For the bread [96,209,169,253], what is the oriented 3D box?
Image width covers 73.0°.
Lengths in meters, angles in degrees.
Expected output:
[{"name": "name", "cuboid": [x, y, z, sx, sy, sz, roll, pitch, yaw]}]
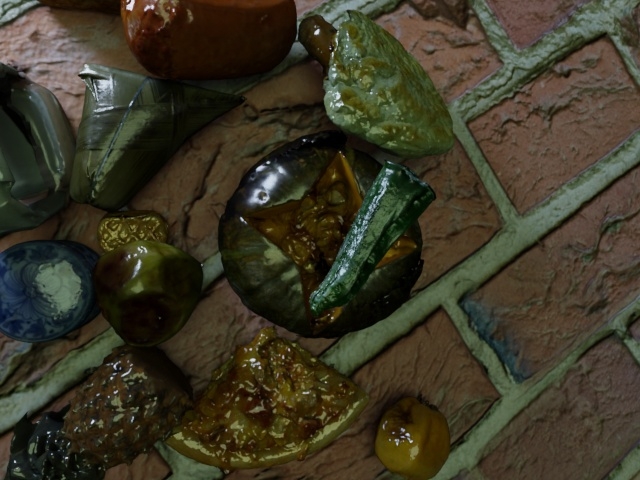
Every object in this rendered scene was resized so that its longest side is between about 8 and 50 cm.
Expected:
[{"name": "bread", "cuboid": [-0.302, -0.008, 0.698, 0.111, 0.044, 0.083, -2, 90, -12]}]

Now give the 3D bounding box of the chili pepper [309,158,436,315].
[{"name": "chili pepper", "cuboid": [0.055, 0.003, 0.563, 0.088, 0.059, 0.226, 38, 80, -4]}]

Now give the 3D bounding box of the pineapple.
[{"name": "pineapple", "cuboid": [-0.363, 0.308, 0.624, 0.364, 0.165, 0.165, -41, 95, -7]}]

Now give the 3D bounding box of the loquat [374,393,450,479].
[{"name": "loquat", "cuboid": [0.155, 0.332, 0.733, 0.137, 0.113, 0.137, 4, 65, -9]}]

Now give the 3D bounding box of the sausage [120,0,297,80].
[{"name": "sausage", "cuboid": [-0.157, -0.326, 0.657, 0.268, 0.141, 0.153, -18, 72, -31]}]

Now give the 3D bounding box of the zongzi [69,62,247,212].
[{"name": "zongzi", "cuboid": [-0.250, -0.145, 0.677, 0.242, 0.112, 0.220, 8, 85, -10]}]

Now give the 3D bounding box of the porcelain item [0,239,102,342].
[{"name": "porcelain item", "cuboid": [-0.402, 0.071, 0.643, 0.147, 0.114, 0.147, 0, 89, -9]}]

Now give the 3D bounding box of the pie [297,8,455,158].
[{"name": "pie", "cuboid": [0.107, -0.252, 0.703, 0.257, 0.105, 0.274, -3, 64, -33]}]

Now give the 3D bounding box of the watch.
[{"name": "watch", "cuboid": [-0.447, -0.127, 0.577, 0.162, 0.241, 0.253, -20, 91, -8]}]

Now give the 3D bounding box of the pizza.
[{"name": "pizza", "cuboid": [-0.086, 0.256, 0.707, 0.336, 0.086, 0.225, -7, 91, -8]}]

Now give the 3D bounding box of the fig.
[{"name": "fig", "cuboid": [-0.252, 0.069, 0.652, 0.154, 0.166, 0.144, 34, 116, 11]}]

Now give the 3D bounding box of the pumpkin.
[{"name": "pumpkin", "cuboid": [0.000, 0.000, 0.675, 0.321, 0.192, 0.320, 0, 88, -12]}]

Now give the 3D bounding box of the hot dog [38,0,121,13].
[{"name": "hot dog", "cuboid": [-0.328, -0.431, 0.652, 0.257, 0.153, 0.150, 1, 88, -10]}]
